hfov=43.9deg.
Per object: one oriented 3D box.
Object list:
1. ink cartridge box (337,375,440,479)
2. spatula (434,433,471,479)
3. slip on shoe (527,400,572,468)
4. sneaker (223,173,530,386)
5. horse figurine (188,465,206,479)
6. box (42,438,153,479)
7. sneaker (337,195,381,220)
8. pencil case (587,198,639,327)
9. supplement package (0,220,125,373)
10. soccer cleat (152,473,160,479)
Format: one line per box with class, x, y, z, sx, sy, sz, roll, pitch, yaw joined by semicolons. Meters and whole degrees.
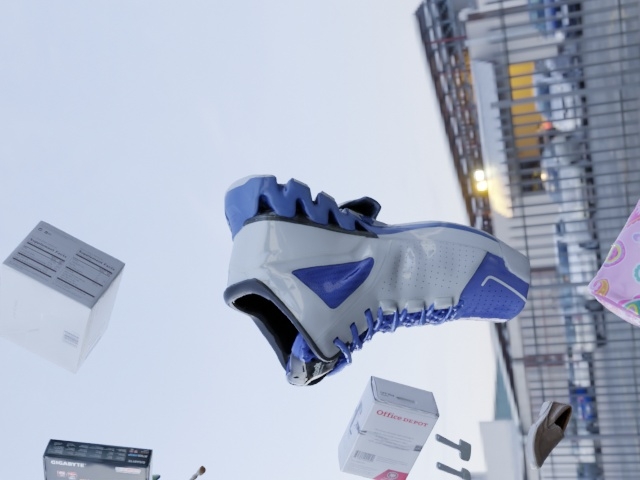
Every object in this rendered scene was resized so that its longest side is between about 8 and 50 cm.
ink cartridge box;0.149;0.427;1.777;0.092;0.158;0.218;-95;25;-61
spatula;0.304;0.524;1.779;0.242;0.019;0.168;38;-127;-54
slip on shoe;0.358;0.302;1.237;0.135;0.041;0.052;-42;-63;-49
sneaker;0.039;0.066;0.791;0.127;0.315;0.182;117;165;-60
horse figurine;-0.229;0.470;1.227;0.066;0.174;0.263;43;-173;-18
box;-0.468;0.507;1.684;0.051;0.220;0.175;-89;8;-55
sneaker;0.000;0.000;1.439;0.111;0.121;0.300;46;-131;4
pencil case;0.462;-0.021;1.010;0.284;0.124;0.124;-58;-17;5
supplement package;-0.561;0.126;1.703;0.262;0.204;0.145;-61;2;46
soccer cleat;-0.417;0.743;2.038;0.093;0.121;0.289;-38;69;59
